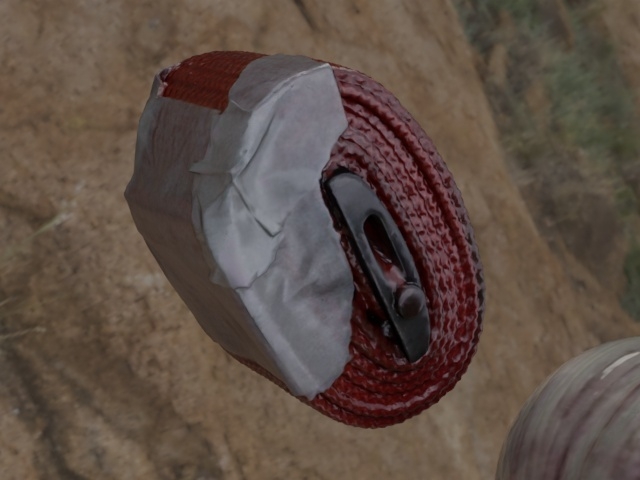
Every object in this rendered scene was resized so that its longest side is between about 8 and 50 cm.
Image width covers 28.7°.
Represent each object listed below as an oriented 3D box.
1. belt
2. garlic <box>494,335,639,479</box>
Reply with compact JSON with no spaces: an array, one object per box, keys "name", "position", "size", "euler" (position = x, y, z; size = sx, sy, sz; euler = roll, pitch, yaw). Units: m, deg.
[{"name":"belt","position":[0.000,0.000,0.612],"size":[0.128,0.124,0.201],"euler":[-41,121,-18]},{"name":"garlic","position":[0.136,0.177,0.520],"size":[0.253,0.245,0.245],"euler":[-28,92,-21]}]
